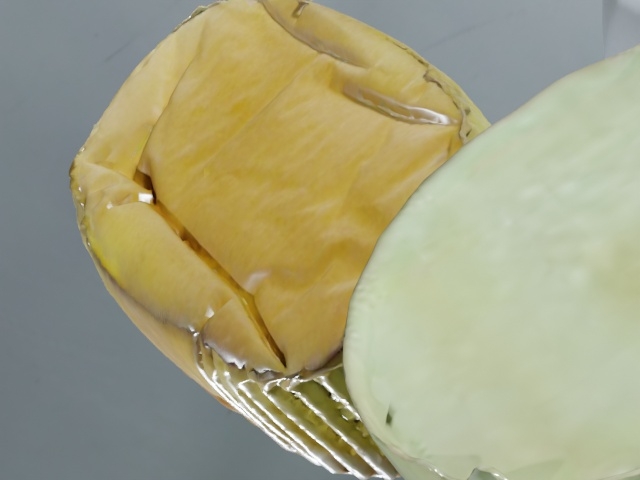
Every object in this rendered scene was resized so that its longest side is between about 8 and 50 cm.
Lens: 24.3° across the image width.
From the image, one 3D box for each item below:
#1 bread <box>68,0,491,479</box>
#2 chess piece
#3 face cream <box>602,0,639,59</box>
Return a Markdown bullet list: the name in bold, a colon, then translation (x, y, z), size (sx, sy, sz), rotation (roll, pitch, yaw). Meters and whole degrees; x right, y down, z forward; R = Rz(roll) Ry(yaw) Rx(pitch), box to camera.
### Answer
- **bread**: translation (0.000, 0.000, 0.795), size (0.288, 0.204, 0.156), rotation (25, 165, 46)
- **chess piece**: translation (0.205, 0.144, 0.632), size (0.234, 0.234, 0.442), rotation (-13, 129, 27)
- **face cream**: translation (0.319, -0.127, 0.844), size (0.312, 0.219, 0.357), rotation (-2, 160, 9)
